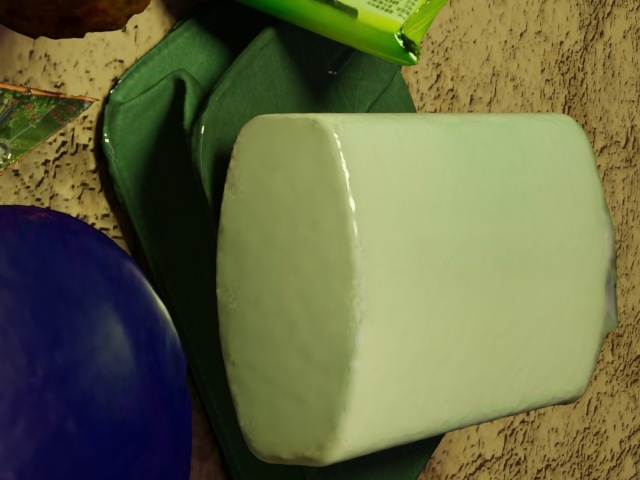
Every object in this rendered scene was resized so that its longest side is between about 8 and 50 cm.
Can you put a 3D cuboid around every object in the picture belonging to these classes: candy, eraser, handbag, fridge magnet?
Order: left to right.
[{"bbox_3d":[-0.161,0.114,0.939,0.265,0.113,0.265,-8,100,-55],"label":"fridge magnet"},{"bbox_3d":[-0.007,-0.157,1.093,0.032,0.178,0.102,100,17,-45],"label":"candy"},{"bbox_3d":[-0.001,0.001,1.181,0.238,0.089,0.326,-49,130,-41],"label":"handbag"},{"bbox_3d":[0.065,0.019,1.113,0.290,0.104,0.189,-5,99,-55],"label":"eraser"}]

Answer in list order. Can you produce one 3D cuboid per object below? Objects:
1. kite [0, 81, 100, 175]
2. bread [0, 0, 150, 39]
[{"bbox_3d":[-0.215,-0.052,0.890,0.241,0.014,0.183,1,108,-33],"label":"kite"},{"bbox_3d":[-0.129,-0.207,0.865,0.246,0.232,0.135,54,37,-32],"label":"bread"}]
